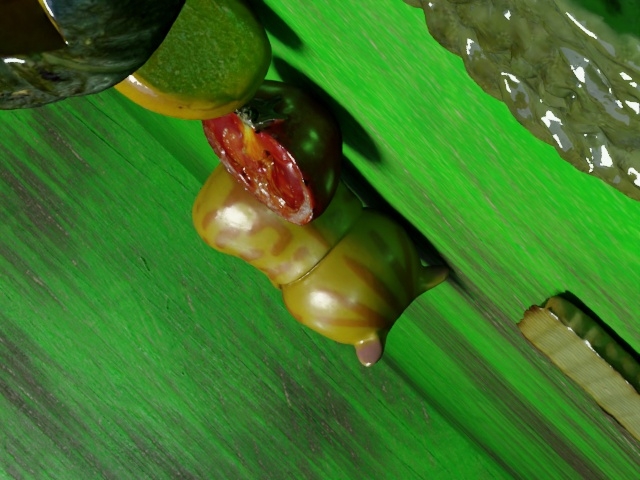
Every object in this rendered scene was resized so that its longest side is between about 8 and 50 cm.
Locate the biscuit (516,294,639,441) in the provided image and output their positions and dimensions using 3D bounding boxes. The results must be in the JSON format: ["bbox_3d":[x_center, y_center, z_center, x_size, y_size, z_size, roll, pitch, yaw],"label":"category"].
[{"bbox_3d":[0.275,0.141,1.085,0.254,0.029,0.172,43,174,8],"label":"biscuit"}]

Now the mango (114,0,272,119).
[{"bbox_3d":[-0.146,-0.184,1.073,0.217,0.141,0.102,32,161,-5],"label":"mango"}]

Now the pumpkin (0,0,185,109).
[{"bbox_3d":[-0.220,-0.209,0.742,0.320,0.321,0.192,50,-153,-41],"label":"pumpkin"}]

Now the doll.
[{"bbox_3d":[-0.010,-0.008,1.362,0.270,0.166,0.162,43,176,-12],"label":"doll"}]

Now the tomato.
[{"bbox_3d":[-0.034,-0.097,1.196,0.159,0.091,0.139,32,153,31],"label":"tomato"}]

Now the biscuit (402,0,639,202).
[{"bbox_3d":[0.100,-0.096,0.591,0.273,0.036,0.187,43,174,10],"label":"biscuit"}]
